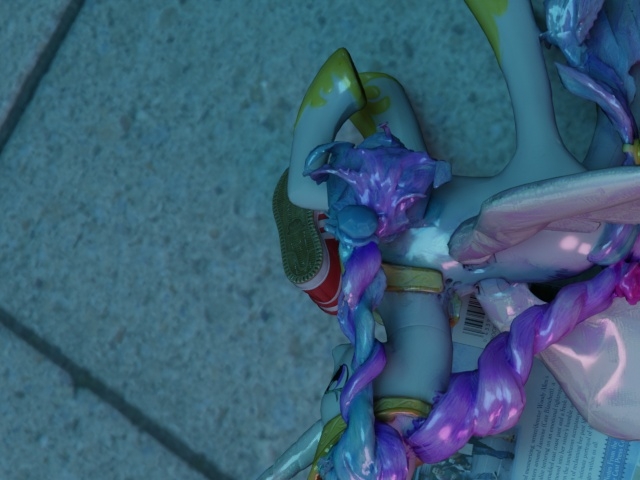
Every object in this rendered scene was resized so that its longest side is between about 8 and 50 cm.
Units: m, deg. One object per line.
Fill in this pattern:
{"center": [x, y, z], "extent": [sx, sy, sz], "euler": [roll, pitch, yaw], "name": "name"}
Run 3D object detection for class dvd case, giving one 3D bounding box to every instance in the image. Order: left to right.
{"center": [0.187, 0.128, 0.987], "extent": [0.253, 0.022, 0.180], "euler": [12, 90, 22], "name": "dvd case"}

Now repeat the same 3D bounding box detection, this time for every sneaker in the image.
{"center": [0.000, 0.000, 1.071], "extent": [0.042, 0.067, 0.118], "euler": [-21, 47, 21], "name": "sneaker"}

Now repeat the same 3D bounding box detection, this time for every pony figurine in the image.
{"center": [0.130, -0.004, 0.893], "extent": [0.351, 0.303, 0.363], "euler": [-11, 51, 20], "name": "pony figurine"}
